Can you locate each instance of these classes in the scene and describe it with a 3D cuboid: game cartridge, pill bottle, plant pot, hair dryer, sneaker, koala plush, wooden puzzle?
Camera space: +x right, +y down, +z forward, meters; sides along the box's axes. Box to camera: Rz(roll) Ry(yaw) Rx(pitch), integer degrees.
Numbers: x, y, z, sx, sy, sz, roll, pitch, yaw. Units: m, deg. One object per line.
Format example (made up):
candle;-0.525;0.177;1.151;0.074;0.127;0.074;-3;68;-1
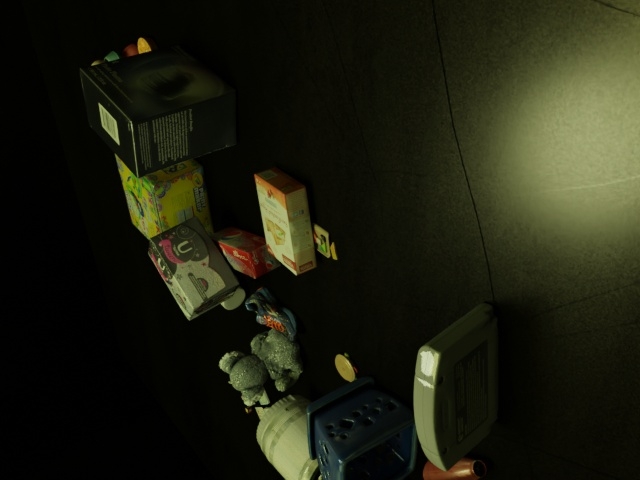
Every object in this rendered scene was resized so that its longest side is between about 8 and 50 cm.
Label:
game cartridge;0.258;0.283;1.275;0.062;0.198;0.297;28;135;47
pill bottle;-0.330;0.140;2.210;0.187;0.112;0.112;39;143;37
plant pot;0.091;0.495;1.697;0.212;0.236;0.235;44;147;43
hair dryer;0.337;0.580;1.549;0.224;0.080;0.293;21;138;30
sneaker;-0.143;0.229;2.002;0.221;0.087;0.083;38;143;39
koala plush;-0.182;0.377;2.046;0.196;0.221;0.203;57;150;13
wooden puzzle;0.000;0.000;1.657;0.116;0.014;0.078;30;137;46

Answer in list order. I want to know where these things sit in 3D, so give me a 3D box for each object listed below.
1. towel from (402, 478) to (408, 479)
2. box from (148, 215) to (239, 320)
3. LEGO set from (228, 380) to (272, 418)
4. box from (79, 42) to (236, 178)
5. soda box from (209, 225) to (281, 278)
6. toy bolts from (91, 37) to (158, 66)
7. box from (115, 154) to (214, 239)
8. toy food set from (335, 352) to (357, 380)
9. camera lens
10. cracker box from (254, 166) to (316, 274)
towel;0.256;0.802;1.829;0.228;0.076;0.308;37;142;38
box;-0.378;0.081;1.995;0.247;0.163;0.142;56;155;10
LEGO set;-0.256;0.594;2.520;0.244;0.060;0.182;-28;85;62
box;-0.419;-0.349;1.765;0.296;0.294;0.182;43;143;32
soda box;-0.229;0.030;1.974;0.263;0.092;0.083;16;127;54
toy bolts;-0.594;-0.518;2.055;0.228;0.159;0.218;44;146;32
box;-0.504;-0.143;2.196;0.279;0.177;0.289;37;142;39
toy food set;0.070;0.341;1.814;0.083;0.020;0.082;60;151;7
camera lens;-0.033;0.614;1.997;0.274;0.219;0.219;33;139;42
cracker box;-0.087;-0.049;1.692;0.156;0.067;0.232;35;142;50
